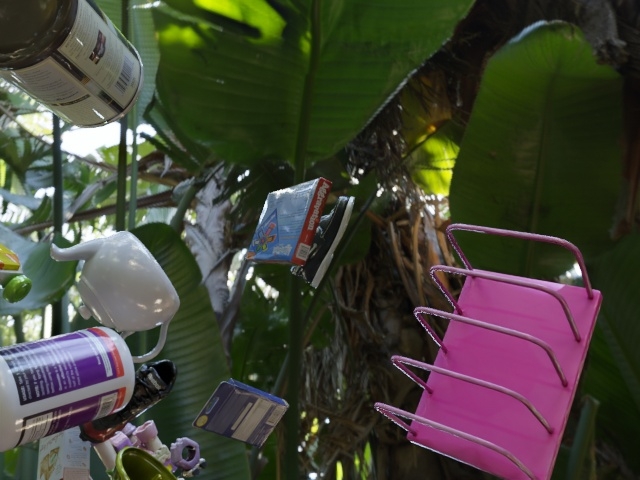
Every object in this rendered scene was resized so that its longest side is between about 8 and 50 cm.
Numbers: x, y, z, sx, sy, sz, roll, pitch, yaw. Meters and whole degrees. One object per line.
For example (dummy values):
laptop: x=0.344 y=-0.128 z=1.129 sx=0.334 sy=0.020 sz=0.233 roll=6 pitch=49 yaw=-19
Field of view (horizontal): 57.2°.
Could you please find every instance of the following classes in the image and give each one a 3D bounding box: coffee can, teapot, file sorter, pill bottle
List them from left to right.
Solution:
pill bottle: x=-0.529 y=0.277 z=1.100 sx=0.323 sy=0.181 sz=0.181 roll=-7 pitch=-44 yaw=-51
coffee can: x=-0.447 y=-0.329 z=0.992 sx=0.202 sy=0.275 sz=0.201 roll=-1 pitch=-99 yaw=5
teapot: x=-0.454 y=0.120 z=1.332 sx=0.187 sy=0.256 sz=0.252 roll=-38 pitch=-23 yaw=-23
file sorter: x=0.227 y=0.146 z=0.800 sx=0.202 sy=0.290 sz=0.182 roll=10 pitch=-25 yaw=39

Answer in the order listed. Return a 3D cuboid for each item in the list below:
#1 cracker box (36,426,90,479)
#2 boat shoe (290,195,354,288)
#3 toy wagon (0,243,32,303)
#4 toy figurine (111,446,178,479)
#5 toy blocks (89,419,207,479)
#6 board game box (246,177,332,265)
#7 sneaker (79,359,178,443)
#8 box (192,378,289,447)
cracker box: x=-0.603 y=0.506 z=1.377 sx=0.067 sy=0.232 sz=0.156 roll=20 pitch=-47 yaw=-39
boat shoe: x=0.000 y=0.000 z=1.475 sx=0.091 sy=0.114 sz=0.302 roll=26 pitch=-54 yaw=2
toy wagon: x=-0.699 y=0.018 z=1.059 sx=0.267 sy=0.344 sz=0.068 roll=31 pitch=-92 yaw=9
toy figurine: x=-0.212 y=0.489 z=0.809 sx=0.362 sy=0.191 sz=0.217 roll=42 pitch=-71 yaw=-6
toy blocks: x=-0.543 y=0.596 z=1.604 sx=0.309 sy=0.289 sz=0.260 roll=-22 pitch=-82 yaw=41
board game box: x=-0.065 y=-0.027 z=1.054 sx=0.027 sy=0.281 sz=0.145 roll=23 pitch=-99 yaw=-20
sneaker: x=-0.438 y=0.364 z=1.374 sx=0.135 sy=0.276 sz=0.097 roll=-39 pitch=-93 yaw=36
box: x=-0.199 y=0.426 z=1.456 sx=0.225 sy=0.036 sz=0.136 roll=34 pitch=-88 yaw=-38
